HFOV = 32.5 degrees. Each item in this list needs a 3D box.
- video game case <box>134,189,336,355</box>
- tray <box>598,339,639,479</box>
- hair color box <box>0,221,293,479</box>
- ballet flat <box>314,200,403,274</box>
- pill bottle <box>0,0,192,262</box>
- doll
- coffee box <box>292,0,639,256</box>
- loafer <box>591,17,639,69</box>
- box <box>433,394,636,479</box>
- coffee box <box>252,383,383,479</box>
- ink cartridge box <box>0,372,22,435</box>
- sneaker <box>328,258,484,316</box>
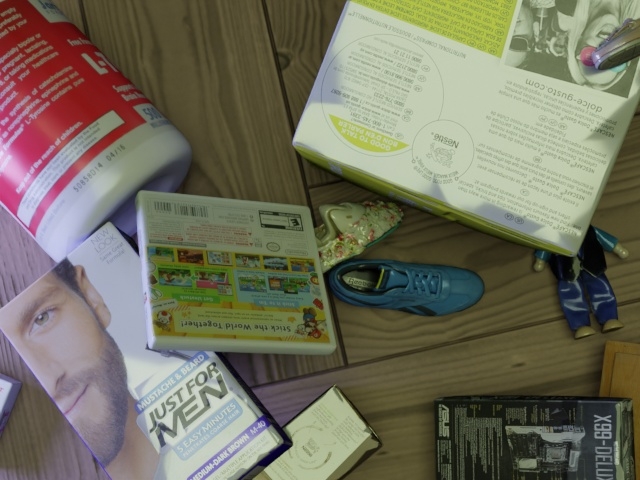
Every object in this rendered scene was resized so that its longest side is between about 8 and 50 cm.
[{"bbox_3d":[-0.103,0.039,1.312,0.227,0.026,0.206,5,55,-25],"label":"video game case"},{"bbox_3d":[0.438,0.342,1.374,0.203,0.076,0.411,5,83,31],"label":"tray"},{"bbox_3d":[-0.210,0.167,1.305,0.185,0.110,0.339,-40,76,-4],"label":"hair color box"},{"bbox_3d":[0.000,0.000,1.438,0.241,0.091,0.077,-32,115,-13],"label":"ballet flat"},{"bbox_3d":[-0.377,-0.179,1.404,0.229,0.229,0.408,-44,85,-4],"label":"pill bottle"},{"bbox_3d":[0.351,0.032,1.468,0.129,0.046,0.189,-14,77,2],"label":"doll"},{"bbox_3d":[0.185,-0.193,1.331,0.338,0.337,0.334,21,92,2],"label":"coffee box"},{"bbox_3d":[0.332,-0.217,1.136,0.125,0.045,0.039,-25,74,-4],"label":"loafer"},{"bbox_3d":[0.267,0.348,1.366,0.242,0.076,0.307,-5,82,27],"label":"box"},{"bbox_3d":[-0.045,0.297,1.392,0.246,0.141,0.098,-39,84,-3],"label":"coffee box"},{"bbox_3d":[-0.461,0.227,1.446,0.088,0.052,0.122,21,83,3],"label":"ink cartridge box"},{"bbox_3d":[0.115,0.061,1.449,0.209,0.082,0.069,4,82,-1],"label":"sneaker"}]
